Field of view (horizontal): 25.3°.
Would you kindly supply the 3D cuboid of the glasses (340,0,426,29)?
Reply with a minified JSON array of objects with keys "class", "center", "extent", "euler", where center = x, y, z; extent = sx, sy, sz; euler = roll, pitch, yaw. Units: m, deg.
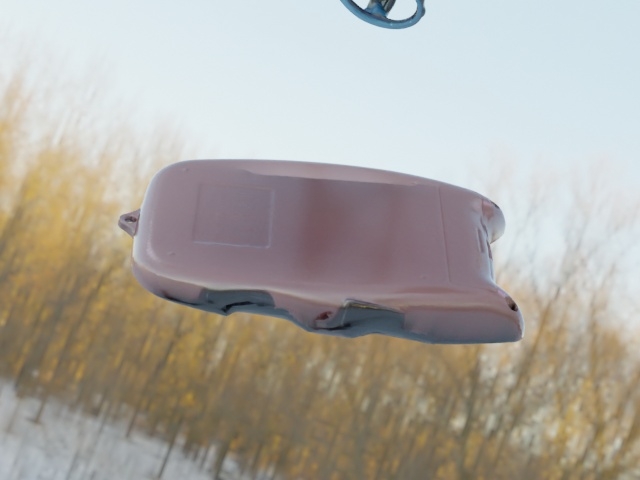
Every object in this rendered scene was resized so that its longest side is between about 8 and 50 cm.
[{"class":"glasses","center":[0.107,-0.298,1.282],"extent":[0.102,0.207,0.239],"euler":[53,-18,20]}]

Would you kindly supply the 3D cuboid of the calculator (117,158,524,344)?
[{"class":"calculator","center":[0.000,0.000,1.161],"extent":[0.330,0.048,0.220],"euler":[6,35,-4]}]
